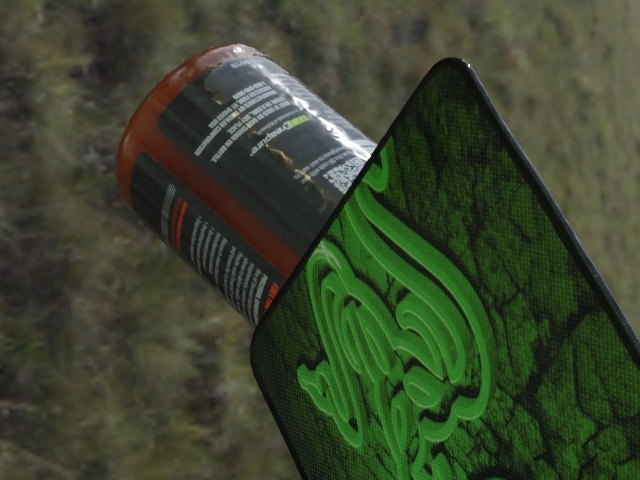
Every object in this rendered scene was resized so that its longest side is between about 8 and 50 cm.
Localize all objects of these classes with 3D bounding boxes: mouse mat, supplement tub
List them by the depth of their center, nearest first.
[{"bbox_3d":[0.041,0.062,0.426,0.007,0.152,0.190,-1,51,-34],"label":"mouse mat"},{"bbox_3d":[0.000,0.000,0.694,0.198,0.106,0.106,42,-5,27],"label":"supplement tub"}]
